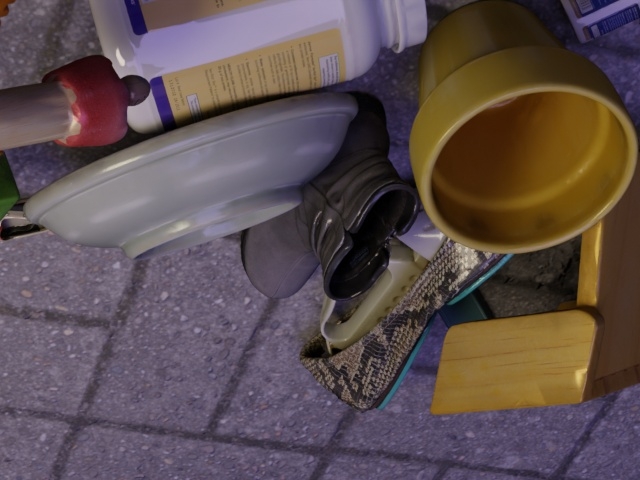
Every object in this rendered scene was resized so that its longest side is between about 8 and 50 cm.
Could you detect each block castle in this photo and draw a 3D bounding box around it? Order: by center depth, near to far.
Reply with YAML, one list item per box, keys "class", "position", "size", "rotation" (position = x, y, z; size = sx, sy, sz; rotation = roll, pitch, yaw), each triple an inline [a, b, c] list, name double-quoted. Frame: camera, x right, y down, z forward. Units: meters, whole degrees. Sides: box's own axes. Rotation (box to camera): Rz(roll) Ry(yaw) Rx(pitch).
- class: "block castle"
  position: [-0.372, -0.144, 1.551]
  size: [0.213, 0.303, 0.453]
  rotation: [-16, 166, -37]

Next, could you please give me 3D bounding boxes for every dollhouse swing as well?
- class: "dollhouse swing"
  position: [0.326, 0.049, 2.025]
  size: [0.315, 0.305, 0.347]
  rotation: [-9, 179, 36]

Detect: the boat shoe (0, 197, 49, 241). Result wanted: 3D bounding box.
- class: "boat shoe"
  position: [-0.400, -0.019, 1.918]
  size: [0.137, 0.043, 0.049]
  rotation: [-12, 136, 1]

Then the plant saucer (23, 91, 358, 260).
- class: "plant saucer"
  position: [-0.135, -0.056, 1.739]
  size: [0.400, 0.100, 0.400]
  rotation: [-19, 177, -1]

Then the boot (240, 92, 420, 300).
- class: "boot"
  position: [0.000, 0.000, 1.899]
  size: [0.118, 0.222, 0.338]
  rotation: [10, 130, -21]

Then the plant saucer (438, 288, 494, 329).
- class: "plant saucer"
  position: [0.224, 0.131, 2.214]
  size: [0.067, 0.018, 0.192]
  rotation: [-24, 134, 11]

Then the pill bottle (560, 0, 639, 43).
- class: "pill bottle"
  position: [0.352, -0.289, 1.814]
  size: [0.120, 0.067, 0.067]
  rotation: [-24, 133, 11]

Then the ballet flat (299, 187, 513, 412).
- class: "ballet flat"
  position: [0.120, 0.042, 2.029]
  size: [0.182, 0.164, 0.483]
  rotation: [31, 124, -10]

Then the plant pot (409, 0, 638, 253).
- class: "plant pot"
  position: [0.219, -0.153, 1.793]
  size: [0.254, 0.239, 0.254]
  rotation: [-6, 134, -6]

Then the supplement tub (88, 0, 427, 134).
- class: "supplement tub"
  position: [-0.074, -0.264, 1.617]
  size: [0.331, 0.241, 0.241]
  rotation: [-16, 134, -4]
